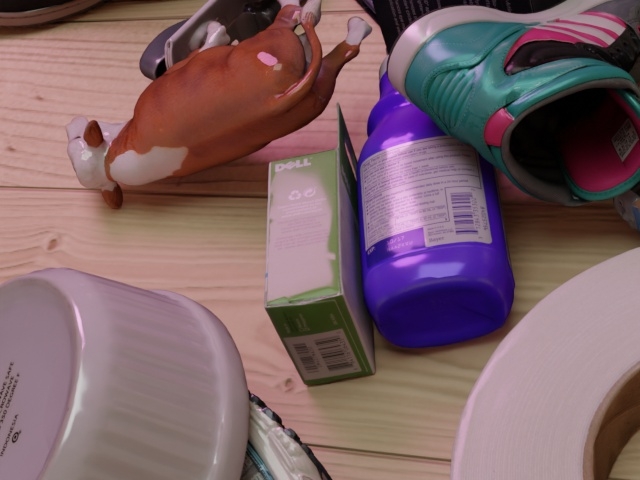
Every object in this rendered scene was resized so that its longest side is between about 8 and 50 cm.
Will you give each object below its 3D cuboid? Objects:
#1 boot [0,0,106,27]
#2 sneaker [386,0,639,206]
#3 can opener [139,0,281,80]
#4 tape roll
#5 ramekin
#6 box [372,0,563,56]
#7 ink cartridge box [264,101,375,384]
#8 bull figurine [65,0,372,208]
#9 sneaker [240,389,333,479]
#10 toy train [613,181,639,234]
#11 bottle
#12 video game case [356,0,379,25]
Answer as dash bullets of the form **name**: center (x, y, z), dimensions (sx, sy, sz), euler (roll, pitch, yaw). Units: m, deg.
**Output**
- **boot**: center (-0.287, -0.382, 1.317), dimensions (0.377, 0.284, 0.138), euler (-3, 50, 17)
- **sneaker**: center (0.219, -0.117, 0.978), dimensions (0.296, 0.123, 0.178), euler (-13, 47, -28)
- **can opener**: center (-0.078, -0.264, 1.283), dimensions (0.095, 0.076, 0.283), euler (23, 61, 33)
- **tape roll**: center (0.277, 0.161, 0.791), dimensions (0.392, 0.072, 0.392), euler (-10, 48, 11)
- **ramekin**: center (-0.186, 0.143, 0.868), dimensions (0.273, 0.127, 0.273), euler (-25, 51, 34)
- **box**: center (0.129, -0.239, 1.096), dimensions (0.158, 0.156, 0.093), euler (10, 54, 27)
- **ink cartridge box**: center (0.000, 0.000, 1.004), dimensions (0.062, 0.109, 0.209), euler (-10, 48, 11)
- **bull figurine**: center (-0.097, -0.130, 1.122), dimensions (0.310, 0.101, 0.188), euler (-10, 38, 40)
- **sneaker**: center (-0.041, 0.199, 0.852), dimensions (0.122, 0.110, 0.283), euler (-41, 49, -12)
- **toy train**: center (0.311, -0.055, 0.962), dimensions (0.184, 0.080, 0.105), euler (-38, 40, -11)
- **bottle**: center (0.088, -0.047, 1.022), dimensions (0.118, 0.092, 0.283), euler (-12, 48, 11)
- **video game case**: center (0.153, -0.251, 1.220), dimensions (0.196, 0.026, 0.274), euler (-30, 47, -6)
